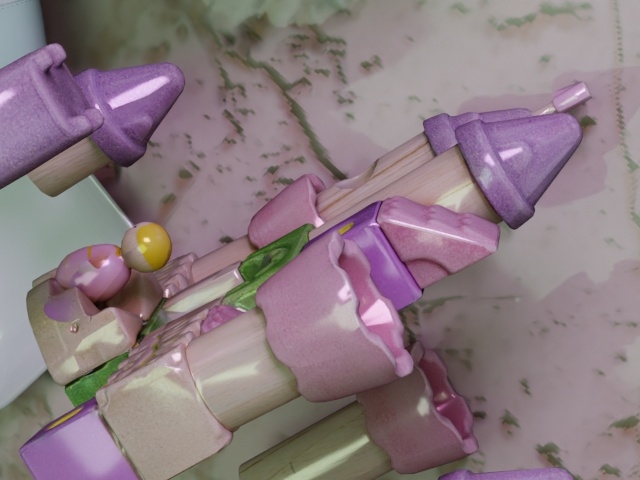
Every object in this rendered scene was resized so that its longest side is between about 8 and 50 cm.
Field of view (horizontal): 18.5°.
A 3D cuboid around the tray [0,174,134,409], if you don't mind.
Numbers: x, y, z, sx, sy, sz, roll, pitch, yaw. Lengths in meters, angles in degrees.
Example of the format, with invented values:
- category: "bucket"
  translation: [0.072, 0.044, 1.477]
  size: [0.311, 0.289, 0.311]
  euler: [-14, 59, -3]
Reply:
- category: "tray"
  translation: [-0.216, -0.049, 1.100]
  size: [0.145, 0.030, 0.270]
  euler: [-41, 86, 18]

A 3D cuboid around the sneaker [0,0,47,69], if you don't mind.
- category: "sneaker"
  translation: [-0.265, -0.140, 1.032]
  size: [0.255, 0.094, 0.151]
  euler: [6, 107, 6]

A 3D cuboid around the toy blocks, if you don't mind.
- category: "toy blocks"
  translation: [0.000, 0.000, 0.889]
  size: [0.260, 0.288, 0.309]
  euler: [-30, 99, 13]
